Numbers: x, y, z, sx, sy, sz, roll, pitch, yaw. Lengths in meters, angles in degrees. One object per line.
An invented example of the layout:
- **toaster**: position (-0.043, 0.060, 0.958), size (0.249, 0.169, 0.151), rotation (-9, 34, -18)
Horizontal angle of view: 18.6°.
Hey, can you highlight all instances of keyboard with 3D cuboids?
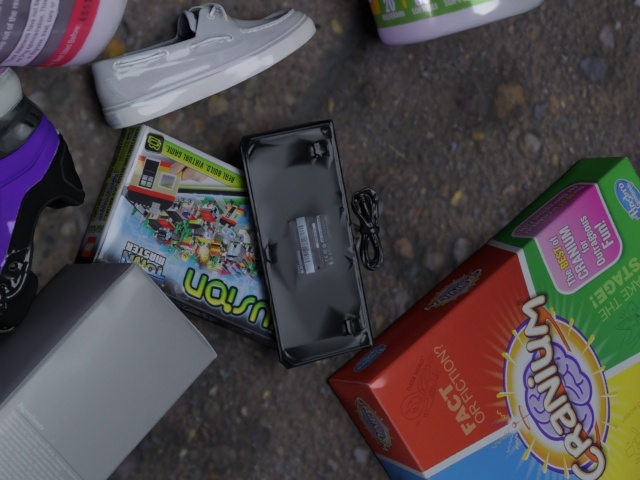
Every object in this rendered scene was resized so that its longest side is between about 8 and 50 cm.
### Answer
- **keyboard**: position (0.000, 0.000, 1.495), size (0.108, 0.023, 0.180), rotation (-13, 97, -23)

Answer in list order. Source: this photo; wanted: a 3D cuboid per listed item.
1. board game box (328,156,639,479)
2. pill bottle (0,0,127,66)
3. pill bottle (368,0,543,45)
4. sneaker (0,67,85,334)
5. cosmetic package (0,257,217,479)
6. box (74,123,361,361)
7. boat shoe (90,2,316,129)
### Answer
- **board game box**: position (0.190, 0.117, 1.622), size (0.316, 0.064, 0.242), rotation (-40, 108, -24)
- **pill bottle**: position (-0.298, -0.200, 1.276), size (0.318, 0.176, 0.176), rotation (-3, 91, -30)
- **pill bottle**: position (0.081, -0.285, 1.521), size (0.136, 0.136, 0.245), rotation (-21, 100, -29)
- **sneaker**: position (-0.270, 0.024, 1.334), size (0.293, 0.102, 0.146), rotation (-47, 112, -22)
- **cosmetic package**: position (-0.199, 0.127, 1.361), size (0.238, 0.127, 0.107), rotation (-45, 110, -21)
- **box**: position (-0.073, 0.004, 1.486), size (0.207, 0.036, 0.114), rotation (25, 78, -28)
- **boat shoe**: position (-0.089, -0.144, 1.469), size (0.184, 0.066, 0.063), rotation (-26, 103, -18)
